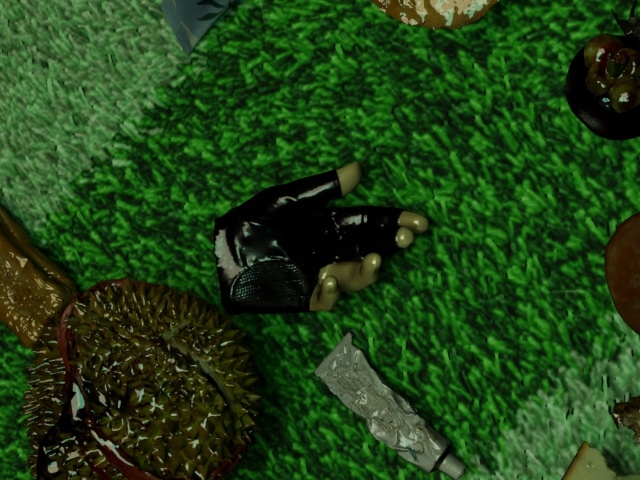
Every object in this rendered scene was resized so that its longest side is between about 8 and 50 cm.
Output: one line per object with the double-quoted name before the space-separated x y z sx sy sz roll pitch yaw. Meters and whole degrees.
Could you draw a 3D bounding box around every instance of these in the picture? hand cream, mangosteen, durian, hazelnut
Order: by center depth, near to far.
"hazelnut" 0.427 0.036 1.723 0.182 0.182 0.182 0 90 24
"mangosteen" 0.369 -0.196 1.761 0.137 0.151 0.137 -4 74 13
"durian" -0.250 0.225 1.929 0.384 0.347 0.347 -28 79 25
"hand cream" 0.096 0.236 1.938 0.257 0.050 0.084 43 109 21
"hand cream" -0.129 -0.375 2.022 0.271 0.058 0.091 -36 78 34

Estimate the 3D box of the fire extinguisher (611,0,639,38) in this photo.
"fire extinguisher" 0.492 -0.296 1.756 0.268 0.072 0.089 -14 49 23

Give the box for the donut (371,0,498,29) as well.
"donut" 0.155 -0.417 1.859 0.278 0.108 0.277 4 102 17

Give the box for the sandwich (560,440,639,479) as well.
"sandwich" 0.327 0.350 1.740 0.108 0.220 0.186 25 100 23

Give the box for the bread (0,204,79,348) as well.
"bread" -0.485 0.046 2.176 0.271 0.077 0.139 41 109 20

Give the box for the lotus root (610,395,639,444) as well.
"lotus root" 0.513 0.213 1.688 0.343 0.169 0.151 -5 47 23

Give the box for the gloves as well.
"gloves" -0.003 0.000 1.925 0.301 0.152 0.197 -6 95 24
